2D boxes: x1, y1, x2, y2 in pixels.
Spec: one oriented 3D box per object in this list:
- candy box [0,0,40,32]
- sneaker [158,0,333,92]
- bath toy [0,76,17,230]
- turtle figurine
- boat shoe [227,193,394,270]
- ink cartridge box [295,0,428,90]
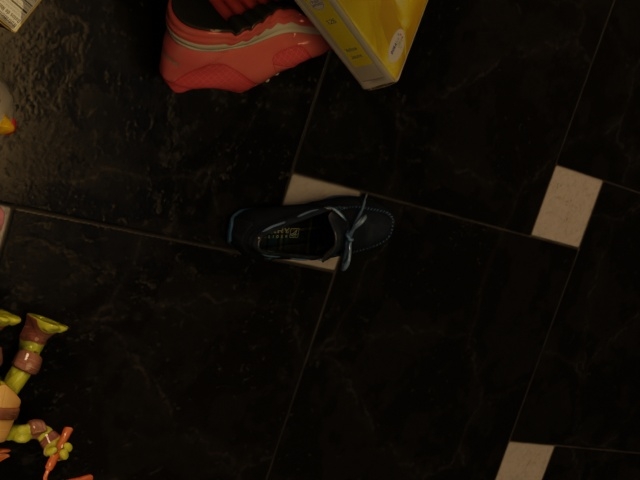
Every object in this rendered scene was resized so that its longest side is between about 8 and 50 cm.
[{"bbox_3d":[-0.299,-0.312,1.079,0.187,0.109,0.053,-52,126,-6],"label":"candy box"},{"bbox_3d":[-0.072,-0.254,1.271,0.313,0.116,0.136,-14,148,-38],"label":"sneaker"},{"bbox_3d":[-0.412,-0.020,1.089,0.151,0.129,0.348,18,95,-26],"label":"bath toy"},{"bbox_3d":[-0.378,0.195,1.223,0.269,0.087,0.217,18,89,-33],"label":"turtle figurine"},{"bbox_3d":[0.000,0.000,1.398,0.258,0.089,0.109,-12,113,-30],"label":"boat shoe"},{"bbox_3d":[0.034,-0.394,1.216,0.307,0.072,0.304,49,50,-37],"label":"ink cartridge box"}]
